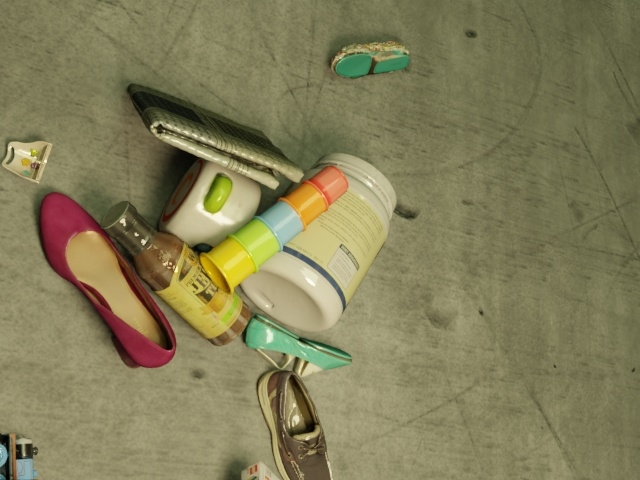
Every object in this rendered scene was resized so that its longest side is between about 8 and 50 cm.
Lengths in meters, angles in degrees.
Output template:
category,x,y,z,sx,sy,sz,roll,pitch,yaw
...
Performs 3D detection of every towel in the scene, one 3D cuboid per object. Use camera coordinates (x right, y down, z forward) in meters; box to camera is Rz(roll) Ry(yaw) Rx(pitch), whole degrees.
category,x,y,z,sx,sy,sz,roll,pitch,yaw
towel,-0.215,-0.205,1.811,0.324,0.312,0.056,18,104,-27

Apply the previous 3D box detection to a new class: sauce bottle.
category,x,y,z,sx,sy,sz,roll,pitch,yaw
sauce bottle,-0.274,0.064,1.731,0.344,0.111,0.111,47,56,-32

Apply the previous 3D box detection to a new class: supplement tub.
category,x,y,z,sx,sy,sz,roll,pitch,yaw
supplement tub,0.000,0.000,1.893,0.235,0.235,0.324,42,59,-16

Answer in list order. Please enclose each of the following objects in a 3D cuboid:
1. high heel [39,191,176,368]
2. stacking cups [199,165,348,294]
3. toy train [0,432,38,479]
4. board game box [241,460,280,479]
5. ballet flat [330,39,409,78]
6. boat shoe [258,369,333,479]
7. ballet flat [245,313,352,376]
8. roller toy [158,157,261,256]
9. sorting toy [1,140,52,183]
category,x,y,z,sx,sy,sz,roll,pitch,yaw
high heel,-0.379,0.062,1.670,0.127,0.181,0.377,-37,97,-34
stacking cups,-0.079,-0.026,1.731,0.316,0.096,0.096,-38,98,-23
toy train,-0.529,0.413,1.546,0.105,0.080,0.184,6,71,-40
board game box,-0.043,0.576,1.705,0.305,0.053,0.193,53,16,-29
ballet flat,0.108,-0.437,2.188,0.241,0.091,0.077,-10,52,-38
boat shoe,-0.040,0.395,1.844,0.103,0.092,0.285,-17,86,-34
ballet flat,-0.053,0.233,1.901,0.247,0.083,0.087,26,89,-24
roller toy,-0.212,-0.061,1.805,0.146,0.191,0.209,33,21,-20
sorting toy,-0.552,-0.150,1.709,0.075,0.045,0.083,20,67,-18
